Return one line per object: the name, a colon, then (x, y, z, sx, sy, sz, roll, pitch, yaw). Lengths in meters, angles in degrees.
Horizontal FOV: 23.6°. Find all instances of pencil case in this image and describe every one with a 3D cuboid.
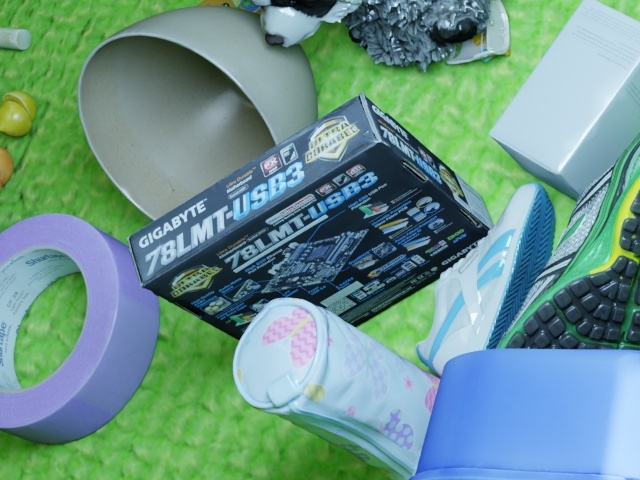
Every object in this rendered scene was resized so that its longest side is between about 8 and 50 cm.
pencil case: (0.032, 0.158, 1.536, 0.113, 0.273, 0.124, -20, 53, 31)

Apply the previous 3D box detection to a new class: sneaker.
sneaker: (0.289, 0.034, 1.540, 0.343, 0.134, 0.146, -53, 16, 10)
sneaker: (0.175, 0.040, 1.610, 0.092, 0.087, 0.229, 18, 78, 35)

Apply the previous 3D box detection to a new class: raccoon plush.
raccoon plush: (0.053, -0.405, 1.724, 0.216, 0.299, 0.446, -6, 62, 47)

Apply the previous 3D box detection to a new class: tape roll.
tape roll: (-0.335, 0.109, 1.896, 0.274, 0.090, 0.275, -13, 62, 27)

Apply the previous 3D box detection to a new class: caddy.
caddy: (0.245, 0.221, 1.396, 0.341, 0.241, 0.179, -2, 62, 32)

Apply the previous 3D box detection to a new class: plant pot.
plant pot: (-0.112, -0.161, 1.793, 0.284, 0.284, 0.191, 7, 38, 34)

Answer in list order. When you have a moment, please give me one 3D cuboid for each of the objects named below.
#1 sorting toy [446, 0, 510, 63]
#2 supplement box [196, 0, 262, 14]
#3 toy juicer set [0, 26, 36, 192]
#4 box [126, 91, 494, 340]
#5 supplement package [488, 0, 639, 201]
sorting toy: (0.176, -0.234, 1.759, 0.075, 0.045, 0.083, -15, 62, 34)
supplement box: (-0.040, -0.313, 1.902, 0.233, 0.080, 0.078, -36, 53, 16)
toy juicer set: (-0.490, -0.198, 2.124, 0.209, 0.089, 0.329, -12, 63, 27)
box: (0.000, 0.000, 1.606, 0.295, 0.293, 0.073, -32, 56, 17)
supplement package: (0.282, -0.142, 1.611, 0.105, 0.105, 0.179, 36, 90, 37)
